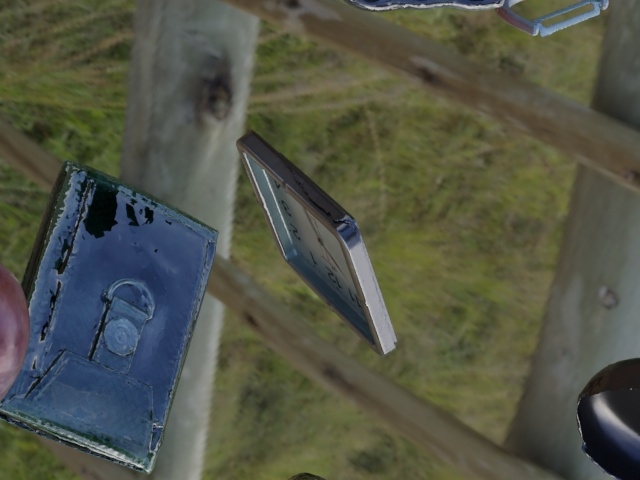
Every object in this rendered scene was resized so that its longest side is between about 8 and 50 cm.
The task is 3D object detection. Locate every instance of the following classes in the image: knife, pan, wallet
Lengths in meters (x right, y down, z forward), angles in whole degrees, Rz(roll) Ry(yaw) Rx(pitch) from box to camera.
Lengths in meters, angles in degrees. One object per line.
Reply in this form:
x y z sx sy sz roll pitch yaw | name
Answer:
0.166 -0.265 1.438 0.123 0.278 0.053 -19 116 -34 | knife
0.217 0.107 0.617 0.040 0.212 0.115 -57 152 -24 | pan
-0.178 0.061 1.157 0.160 0.055 0.236 27 62 -25 | wallet

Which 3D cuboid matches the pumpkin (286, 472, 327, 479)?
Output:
0.001 0.271 1.475 0.083 0.050 0.028 44 67 -34 | pumpkin

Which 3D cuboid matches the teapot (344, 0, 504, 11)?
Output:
0.050 -0.319 1.126 0.305 0.285 0.223 12 67 -68 | teapot

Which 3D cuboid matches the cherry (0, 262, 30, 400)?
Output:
-0.195 0.056 0.644 0.126 0.087 0.106 -24 149 -29 | cherry

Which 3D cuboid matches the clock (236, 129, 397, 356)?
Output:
0.001 0.000 1.862 0.049 0.273 0.279 -35 139 -13 | clock
